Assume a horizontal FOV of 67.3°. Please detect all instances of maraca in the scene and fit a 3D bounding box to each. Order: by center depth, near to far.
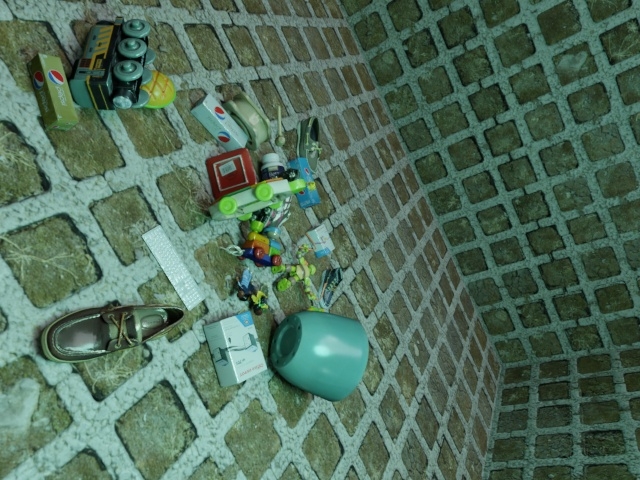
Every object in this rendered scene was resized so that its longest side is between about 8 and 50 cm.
[{"bbox_3d":[-0.536,-0.462,1.471,0.186,0.099,0.127,-15,81,-32],"label":"maraca"}]

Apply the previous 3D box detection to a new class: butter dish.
[{"bbox_3d":[-0.295,-0.222,1.676,0.118,0.160,0.159,21,53,-79],"label":"butter dish"}]

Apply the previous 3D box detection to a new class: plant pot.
[{"bbox_3d":[-0.022,0.367,1.615,0.235,0.293,0.293,27,50,-30],"label":"plant pot"}]

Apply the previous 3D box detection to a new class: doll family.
[{"bbox_3d":[-0.227,0.178,1.602,0.193,0.076,0.111,43,45,-29],"label":"doll family"}]

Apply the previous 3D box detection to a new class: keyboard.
[{"bbox_3d":[-0.426,0.081,1.403,0.256,0.014,0.072,61,32,-12],"label":"keyboard"}]

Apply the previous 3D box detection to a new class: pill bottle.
[{"bbox_3d":[-0.182,-0.250,1.887,0.094,0.094,0.169,7,67,-55],"label":"pill bottle"}]

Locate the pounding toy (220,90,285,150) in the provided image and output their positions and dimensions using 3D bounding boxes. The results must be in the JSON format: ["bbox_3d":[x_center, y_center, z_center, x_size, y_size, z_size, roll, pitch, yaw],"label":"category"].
[{"bbox_3d":[-0.236,-0.452,1.833,0.155,0.154,0.269,-41,92,-21],"label":"pounding toy"}]

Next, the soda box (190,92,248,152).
[{"bbox_3d":[-0.361,-0.417,1.734,0.216,0.069,0.073,48,37,-32],"label":"soda box"}]

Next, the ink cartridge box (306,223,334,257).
[{"bbox_3d":[0.000,0.000,2.063,0.088,0.052,0.122,-36,102,-57],"label":"ink cartridge box"}]

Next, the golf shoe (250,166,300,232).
[{"bbox_3d":[-0.155,-0.146,1.796,0.272,0.105,0.120,-57,142,-7],"label":"golf shoe"}]

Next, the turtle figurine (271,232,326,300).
[{"bbox_3d":[-0.088,0.110,1.833,0.217,0.087,0.269,-6,87,-50],"label":"turtle figurine"}]

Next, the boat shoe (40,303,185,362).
[{"bbox_3d":[-0.475,0.206,1.152,0.342,0.123,0.123,3,70,-56],"label":"boat shoe"}]

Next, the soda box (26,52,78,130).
[{"bbox_3d":[-0.682,-0.375,1.226,0.058,0.061,0.181,-13,84,-59],"label":"soda box"}]

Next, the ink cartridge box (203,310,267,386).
[{"bbox_3d":[-0.257,0.326,1.459,0.140,0.082,0.190,-11,80,-58],"label":"ink cartridge box"}]

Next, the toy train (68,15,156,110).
[{"bbox_3d":[-0.577,-0.501,1.349,0.142,0.190,0.333,104,-16,-58],"label":"toy train"}]

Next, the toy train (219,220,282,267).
[{"bbox_3d":[-0.231,-0.004,1.637,0.248,0.105,0.143,28,64,-47],"label":"toy train"}]

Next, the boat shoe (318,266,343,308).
[{"bbox_3d":[0.044,0.192,1.991,0.065,0.083,0.183,40,42,-38],"label":"boat shoe"}]

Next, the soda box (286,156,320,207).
[{"bbox_3d":[-0.073,-0.248,2.078,0.071,0.067,0.210,-10,81,-58],"label":"soda box"}]

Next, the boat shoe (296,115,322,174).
[{"bbox_3d":[-0.045,-0.436,2.204,0.109,0.091,0.304,26,52,-48],"label":"boat shoe"}]

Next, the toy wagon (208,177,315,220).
[{"bbox_3d":[-0.185,-0.141,1.577,0.267,0.345,0.068,36,33,-88],"label":"toy wagon"}]

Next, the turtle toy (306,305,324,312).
[{"bbox_3d":[-0.028,0.313,1.828,0.095,0.066,0.130,14,62,-54],"label":"turtle toy"}]
